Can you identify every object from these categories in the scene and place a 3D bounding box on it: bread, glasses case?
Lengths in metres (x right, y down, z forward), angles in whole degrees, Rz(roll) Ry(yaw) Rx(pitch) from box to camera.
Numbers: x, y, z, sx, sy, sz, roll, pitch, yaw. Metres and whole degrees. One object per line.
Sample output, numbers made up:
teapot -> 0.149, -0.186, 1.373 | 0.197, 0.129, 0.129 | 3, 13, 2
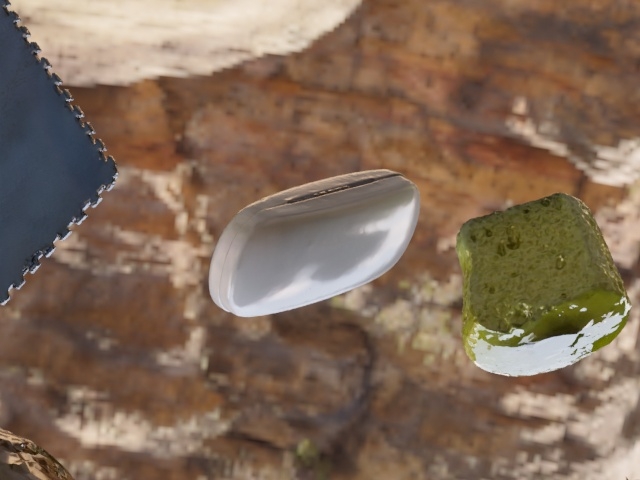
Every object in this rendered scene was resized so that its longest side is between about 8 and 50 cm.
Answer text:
bread -> 0.167, 0.040, 1.208 | 0.129, 0.111, 0.114 | -14, -123, 8
glasses case -> 0.000, 0.000, 1.246 | 0.059, 0.092, 0.233 | 31, -150, 29

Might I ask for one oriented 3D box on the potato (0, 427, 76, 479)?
potato -> -0.209, 0.166, 0.815 | 0.246, 0.196, 0.299 | 15, -149, -53

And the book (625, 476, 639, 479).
book -> 0.199, 0.313, 0.769 | 0.028, 0.374, 0.262 | 0, 177, -8

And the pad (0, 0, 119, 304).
pad -> -0.318, -0.061, 1.387 | 0.012, 0.270, 0.269 | 16, -145, -58
